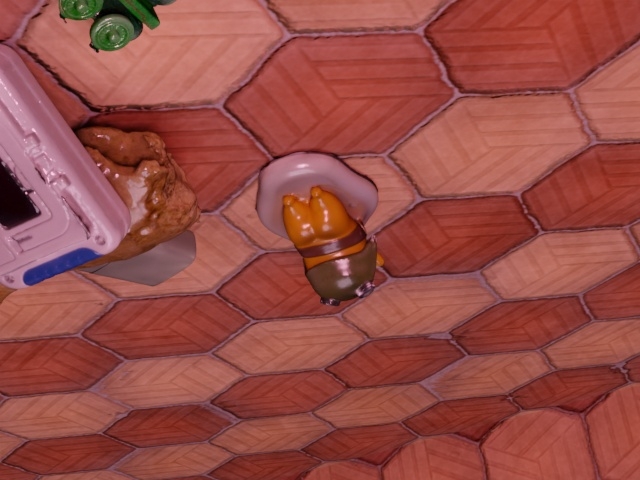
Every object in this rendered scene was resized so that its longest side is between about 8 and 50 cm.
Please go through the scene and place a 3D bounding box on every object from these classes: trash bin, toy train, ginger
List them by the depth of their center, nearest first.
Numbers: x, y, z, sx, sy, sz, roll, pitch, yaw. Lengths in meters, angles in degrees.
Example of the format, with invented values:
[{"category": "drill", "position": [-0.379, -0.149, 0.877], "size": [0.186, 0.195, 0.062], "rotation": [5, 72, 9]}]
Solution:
[{"category": "toy train", "position": [-0.211, -0.263, 0.971], "size": [0.119, 0.085, 0.251], "rotation": [-33, 152, 11]}, {"category": "ginger", "position": [-0.332, -0.018, 1.310], "size": [0.375, 0.166, 0.236], "rotation": [-30, 156, 9]}, {"category": "trash bin", "position": [-0.255, 0.013, 1.509], "size": [0.116, 0.059, 0.130], "rotation": [-29, 148, 37]}]

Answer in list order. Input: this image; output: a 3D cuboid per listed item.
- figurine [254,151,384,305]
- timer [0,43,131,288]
[{"category": "figurine", "position": [0.000, 0.000, 1.475], "size": [0.167, 0.141, 0.250], "rotation": [-16, 152, 17]}, {"category": "timer", "position": [-0.338, -0.069, 1.178], "size": [0.178, 0.078, 0.253], "rotation": [-22, 116, 24]}]
